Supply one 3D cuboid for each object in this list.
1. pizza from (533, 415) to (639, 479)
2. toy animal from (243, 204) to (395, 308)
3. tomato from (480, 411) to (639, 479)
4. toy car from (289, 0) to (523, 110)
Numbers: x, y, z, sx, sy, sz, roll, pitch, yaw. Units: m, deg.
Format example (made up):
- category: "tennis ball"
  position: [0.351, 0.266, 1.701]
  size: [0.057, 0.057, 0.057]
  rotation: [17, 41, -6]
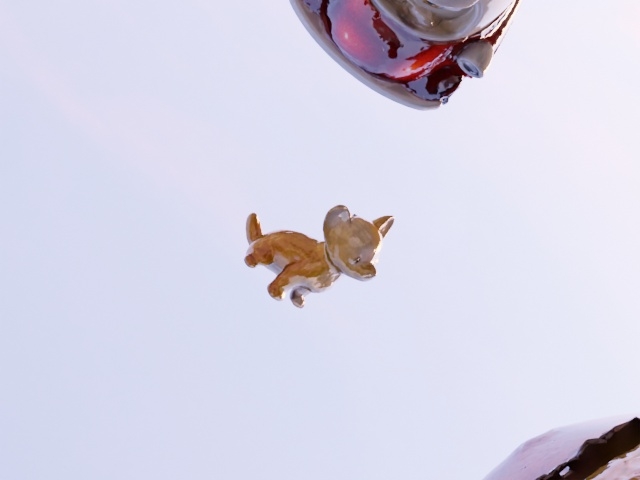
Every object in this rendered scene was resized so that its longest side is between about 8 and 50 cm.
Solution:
- category: "pizza"
  position: [0.192, 0.130, 0.523]
  size: [0.392, 0.434, 0.080]
  rotation: [-38, -75, -44]
- category: "toy animal"
  position: [0.000, 0.000, 0.755]
  size: [0.060, 0.083, 0.081]
  rotation: [27, -151, -56]
- category: "tomato"
  position: [0.190, 0.222, 0.761]
  size: [0.270, 0.270, 0.227]
  rotation: [-13, -112, -44]
- category: "toy car"
  position: [0.063, -0.146, 0.599]
  size: [0.112, 0.112, 0.139]
  rotation: [38, -105, -6]
